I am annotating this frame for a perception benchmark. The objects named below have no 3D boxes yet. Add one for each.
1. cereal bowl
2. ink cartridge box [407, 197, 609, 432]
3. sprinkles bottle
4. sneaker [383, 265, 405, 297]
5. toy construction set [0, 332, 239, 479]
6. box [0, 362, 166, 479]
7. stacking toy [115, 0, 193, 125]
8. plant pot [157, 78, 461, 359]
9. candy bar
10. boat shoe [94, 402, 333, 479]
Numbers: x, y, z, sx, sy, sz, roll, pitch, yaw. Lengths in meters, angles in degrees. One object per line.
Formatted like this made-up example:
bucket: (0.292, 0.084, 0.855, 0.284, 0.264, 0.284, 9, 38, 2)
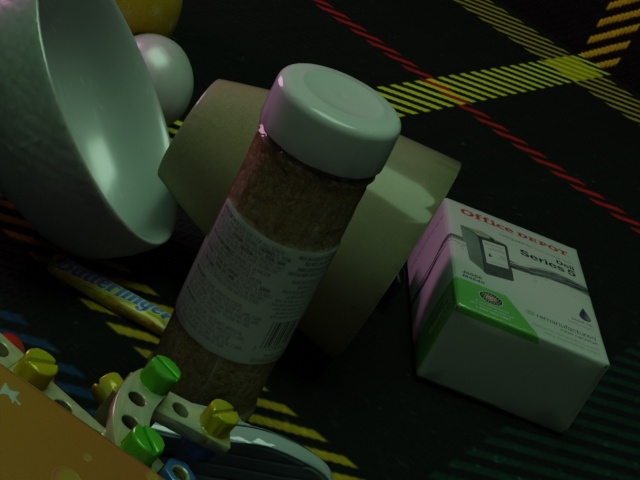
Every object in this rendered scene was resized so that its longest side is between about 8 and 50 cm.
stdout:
cereal bowl: (-0.281, -0.132, 1.475, 0.339, 0.141, 0.339, -18, 90, -78)
ink cartridge box: (0.220, 0.083, 1.684, 0.198, 0.114, 0.273, 22, 27, -11)
sprinkles bottle: (-0.051, 0.012, 1.295, 0.121, 0.355, 0.121, 21, 28, -12)
sneaker: (0.000, 0.000, 1.671, 0.232, 0.081, 0.090, 21, 20, -14)
toy construction set: (-0.240, 0.117, 1.113, 0.328, 0.151, 0.215, 28, 23, 8)
box: (-0.208, 0.234, 0.865, 0.345, 0.168, 0.215, 37, 32, -11)
stacking toy: (-0.296, -0.345, 1.869, 0.351, 0.350, 0.480, -5, 59, -47)
plant pot: (-0.030, -0.050, 1.509, 0.274, 0.256, 0.256, 33, 27, -1)
candy bar: (-0.214, 0.059, 1.443, 0.161, 0.018, 0.040, 29, 26, 3)
boat shoe: (-0.095, 0.181, 1.258, 0.226, 0.083, 0.076, 19, 29, -14)
